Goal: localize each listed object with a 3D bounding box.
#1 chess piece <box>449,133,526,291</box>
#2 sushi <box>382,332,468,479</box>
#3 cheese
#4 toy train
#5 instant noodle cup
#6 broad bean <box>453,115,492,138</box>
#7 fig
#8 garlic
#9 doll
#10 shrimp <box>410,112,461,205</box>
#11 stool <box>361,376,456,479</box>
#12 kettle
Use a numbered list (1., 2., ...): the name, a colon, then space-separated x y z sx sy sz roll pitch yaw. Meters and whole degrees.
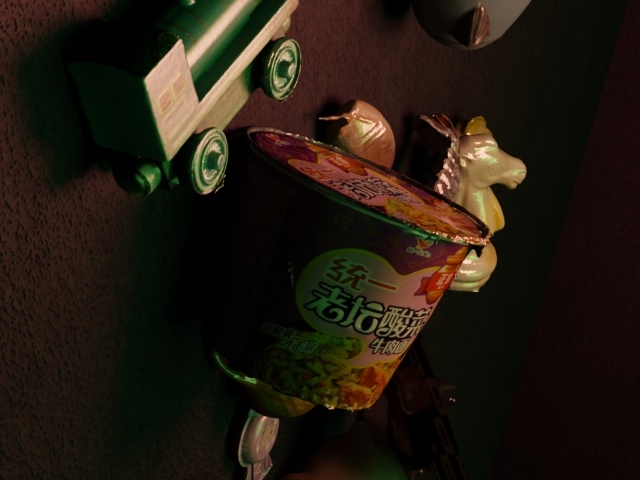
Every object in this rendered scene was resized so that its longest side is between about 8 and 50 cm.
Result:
1. chess piece: 0.270 -0.066 2.209 0.176 0.176 0.298 -46 156 -50
2. sushi: 0.138 0.286 2.038 0.339 0.069 0.320 -156 -133 -77
3. cheese: -0.096 0.307 1.832 0.105 0.042 0.190 -48 151 -44
4. toy train: -0.125 -0.186 1.248 0.298 0.120 0.194 -56 150 -36
5. instant noodle cup: 0.014 0.042 1.528 0.340 0.340 0.265 -8 122 -67
6. broad bean: 0.270 -0.156 2.313 0.124 0.082 0.174 64 47 -64
7. fig: -0.083 0.183 1.689 0.236 0.124 0.124 22 86 -55
8. garlic: 0.046 -0.138 1.765 0.128 0.090 0.198 -44 152 -29
9. doll: 0.068 0.477 2.153 0.215 0.226 0.370 -32 157 -4
10. shrimp: 0.140 -0.026 2.005 0.410 0.166 0.221 -57 -177 -22
11. stool: 0.171 0.365 2.413 0.232 0.141 0.232 -50 151 -43
12. kettle: 0.231 -0.461 1.797 0.319 0.247 0.342 -88 -175 -46
